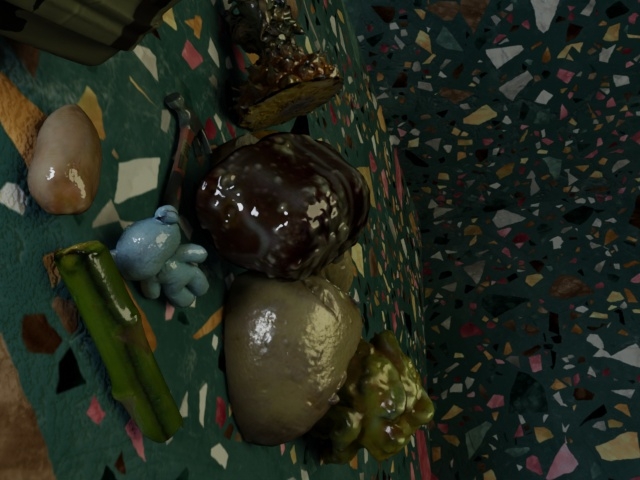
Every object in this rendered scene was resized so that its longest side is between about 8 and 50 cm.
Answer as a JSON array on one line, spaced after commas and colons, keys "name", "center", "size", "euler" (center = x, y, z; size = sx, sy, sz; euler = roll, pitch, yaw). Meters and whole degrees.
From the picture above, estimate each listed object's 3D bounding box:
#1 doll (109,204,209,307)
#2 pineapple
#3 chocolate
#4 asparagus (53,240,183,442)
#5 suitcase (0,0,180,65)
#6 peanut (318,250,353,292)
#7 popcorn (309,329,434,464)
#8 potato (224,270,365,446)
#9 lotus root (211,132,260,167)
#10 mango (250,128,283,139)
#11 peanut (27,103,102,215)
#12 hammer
[{"name": "doll", "center": [-0.219, 0.028, 0.784], "size": [0.075, 0.120, 0.180], "euler": [43, -10, 28]}, {"name": "pineapple", "center": [-0.108, -0.401, 1.169], "size": [0.272, 0.262, 0.262], "euler": [68, 19, 2]}, {"name": "chocolate", "center": [-0.035, -0.047, 0.987], "size": [0.340, 0.210, 0.225], "euler": [-26, 141, -53]}, {"name": "asparagus", "center": [-0.241, 0.127, 0.690], "size": [0.060, 0.067, 0.278], "euler": [-126, -159, -67]}, {"name": "suitcase", "center": [-0.312, -0.352, 0.497], "size": [0.352, 0.193, 0.339], "euler": [63, 17, 6]}, {"name": "peanut", "center": [0.000, 0.000, 1.356], "size": [0.153, 0.140, 0.325], "euler": [-95, 173, -77]}, {"name": "popcorn", "center": [0.105, 0.331, 1.271], "size": [0.325, 0.289, 0.322], "euler": [25, 57, -45]}, {"name": "potato", "center": [-0.054, 0.199, 0.989], "size": [0.189, 0.210, 0.265], "euler": [62, 29, -46]}, {"name": "lotus root", "center": [-0.151, -0.136, 1.066], "size": [0.112, 0.081, 0.122], "euler": [-42, 120, -67]}, {"name": "mango", "center": [-0.061, -0.158, 1.203], "size": [0.227, 0.147, 0.109], "euler": [35, 22, -23]}, {"name": "peanut", "center": [-0.289, -0.093, 0.651], "size": [0.076, 0.076, 0.152], "euler": [51, 28, -55]}, {"name": "hammer", "center": [-0.228, -0.098, 0.895], "size": [0.111, 0.033, 0.288], "euler": [55, 31, -49]}]
